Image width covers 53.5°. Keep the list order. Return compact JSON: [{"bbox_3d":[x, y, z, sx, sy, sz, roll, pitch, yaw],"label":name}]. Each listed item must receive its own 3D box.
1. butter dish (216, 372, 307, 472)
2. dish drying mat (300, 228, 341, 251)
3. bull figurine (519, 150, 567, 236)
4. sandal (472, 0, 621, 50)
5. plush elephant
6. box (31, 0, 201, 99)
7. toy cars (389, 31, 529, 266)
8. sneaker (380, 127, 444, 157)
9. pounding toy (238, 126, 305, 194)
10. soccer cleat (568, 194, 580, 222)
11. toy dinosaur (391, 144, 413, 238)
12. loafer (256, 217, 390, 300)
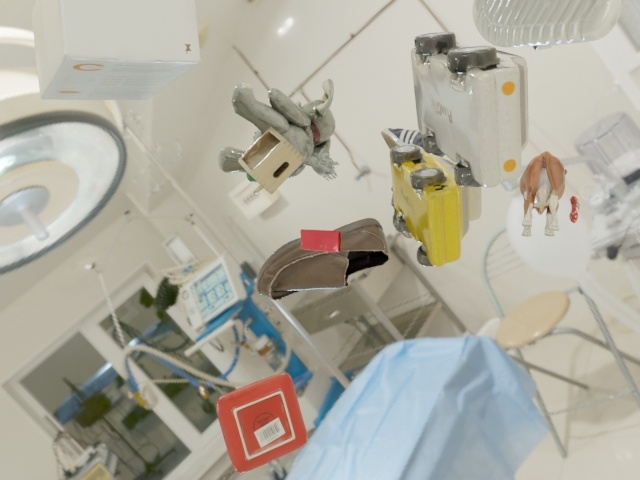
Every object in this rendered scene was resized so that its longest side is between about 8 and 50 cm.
[{"bbox_3d":[-0.128,0.350,1.259,0.160,0.159,0.118,-18,6,-24],"label":"butter dish"},{"bbox_3d":[0.000,0.000,0.948,0.008,0.032,0.083,-9,8,-42],"label":"dish drying mat"},{"bbox_3d":[0.519,-0.109,1.485,0.101,0.188,0.310,3,-5,22],"label":"bull figurine"},{"bbox_3d":[0.494,-0.499,1.417,0.416,0.102,0.169,43,121,54],"label":"sandal"},{"bbox_3d":[-0.070,-0.298,1.676,0.255,0.330,0.271,-61,-11,-46],"label":"plush elephant"},{"bbox_3d":[-0.375,-0.362,1.128,0.215,0.168,0.345,-7,4,-30],"label":"box"},{"bbox_3d":[0.134,-0.080,0.608,0.087,0.176,0.393,-10,-17,-3],"label":"toy cars"},{"bbox_3d":[0.303,-0.309,1.920,0.153,0.099,0.282,-39,33,-3],"label":"sneaker"},{"bbox_3d":[-0.116,-0.165,1.443,0.141,0.100,0.130,-46,32,2],"label":"pounding toy"},{"bbox_3d":[0.746,-0.092,1.859,0.036,0.083,0.029,-17,17,-32],"label":"soccer cleat"},{"bbox_3d":[0.203,-0.141,1.449,0.118,0.064,0.268,-36,43,46],"label":"toy dinosaur"},{"bbox_3d":[0.017,0.057,1.572,0.366,0.130,0.133,-25,-39,-15],"label":"loafer"}]
